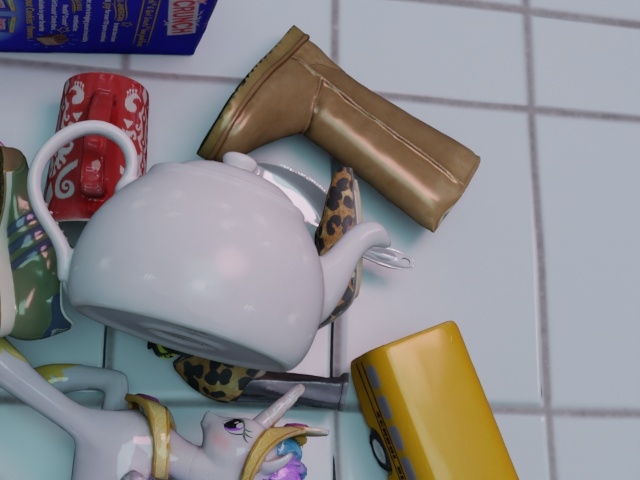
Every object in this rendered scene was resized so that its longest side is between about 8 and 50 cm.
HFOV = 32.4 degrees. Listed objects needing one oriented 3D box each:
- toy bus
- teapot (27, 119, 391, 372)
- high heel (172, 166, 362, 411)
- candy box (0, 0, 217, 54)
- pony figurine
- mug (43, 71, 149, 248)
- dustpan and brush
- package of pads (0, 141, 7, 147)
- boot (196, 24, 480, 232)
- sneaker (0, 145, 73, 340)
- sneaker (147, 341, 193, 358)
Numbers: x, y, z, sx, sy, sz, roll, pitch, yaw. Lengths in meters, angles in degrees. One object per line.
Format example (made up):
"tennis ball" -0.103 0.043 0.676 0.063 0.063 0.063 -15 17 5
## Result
"toy bus" 0.142 0.261 1.153 0.108 0.130 0.333 -18 81 -17
"teapot" -0.107 0.004 1.027 0.252 0.256 0.187 7 75 32
"high heel" -0.053 0.045 1.148 0.186 0.093 0.261 6 93 0
"candy box" -0.266 -0.283 1.114 0.317 0.268 0.122 0 80 -15
"pony figurine" -0.202 0.259 1.020 0.363 0.303 0.351 14 64 6
"mug" -0.221 -0.086 1.146 0.113 0.150 0.169 16 67 -34
"dustpan and brush" 0.000 0.000 1.219 0.211 0.060 0.147 19 73 -9
"package of pads" -0.457 -0.035 1.047 0.229 0.101 0.296 49 67 -31
"boot" 0.029 -0.099 1.213 0.269 0.089 0.236 37 53 -3
"sneaker" -0.276 0.006 1.063 0.086 0.064 0.192 9 66 -32
"sneaker" -0.154 0.110 1.150 0.031 0.083 0.035 1 105 -37
